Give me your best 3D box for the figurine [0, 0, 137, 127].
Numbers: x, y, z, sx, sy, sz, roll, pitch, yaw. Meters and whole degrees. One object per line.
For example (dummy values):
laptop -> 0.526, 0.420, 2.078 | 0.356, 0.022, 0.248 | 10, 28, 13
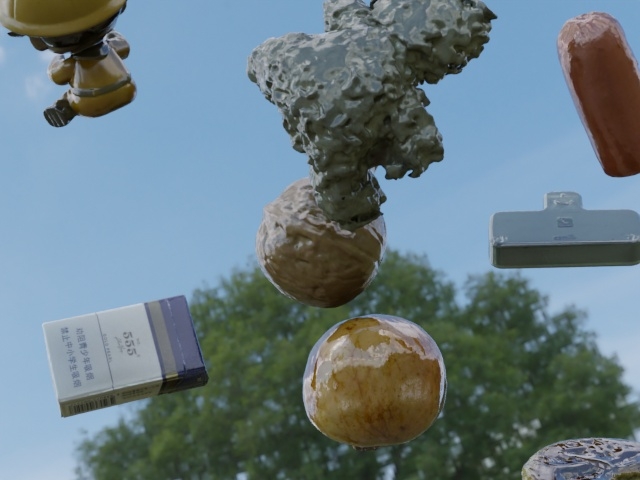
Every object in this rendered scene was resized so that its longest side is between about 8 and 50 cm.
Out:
figurine -> -0.324, -0.291, 1.560 | 0.192, 0.257, 0.167 | -38, 27, -32

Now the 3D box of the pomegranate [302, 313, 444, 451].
pomegranate -> 0.087, 0.236, 1.926 | 0.248, 0.248, 0.248 | -14, -30, -8

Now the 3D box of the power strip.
power strip -> 0.429, -0.020, 2.064 | 0.264, 0.194, 0.059 | -1, -59, 10

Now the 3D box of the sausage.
sausage -> 0.446, -0.226, 1.810 | 0.113, 0.259, 0.113 | -25, 15, 7

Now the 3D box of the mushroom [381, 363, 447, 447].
mushroom -> 0.109, 0.264, 2.146 | 0.253, 0.253, 0.153 | -28, -50, 16

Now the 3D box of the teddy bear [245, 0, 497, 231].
teddy bear -> 0.097, -0.249, 1.786 | 0.367, 0.357, 0.224 | -28, -24, -3

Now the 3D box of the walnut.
walnut -> 0.000, 0.000, 1.981 | 0.228, 0.228, 0.228 | -14, -30, -8

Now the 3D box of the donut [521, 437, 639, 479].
donut -> 0.411, 0.381, 1.506 | 0.330, 0.330, 0.160 | -1, -72, -28

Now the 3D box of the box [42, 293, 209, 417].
box -> -0.337, 0.196, 2.023 | 0.259, 0.168, 0.071 | -10, -33, -15
